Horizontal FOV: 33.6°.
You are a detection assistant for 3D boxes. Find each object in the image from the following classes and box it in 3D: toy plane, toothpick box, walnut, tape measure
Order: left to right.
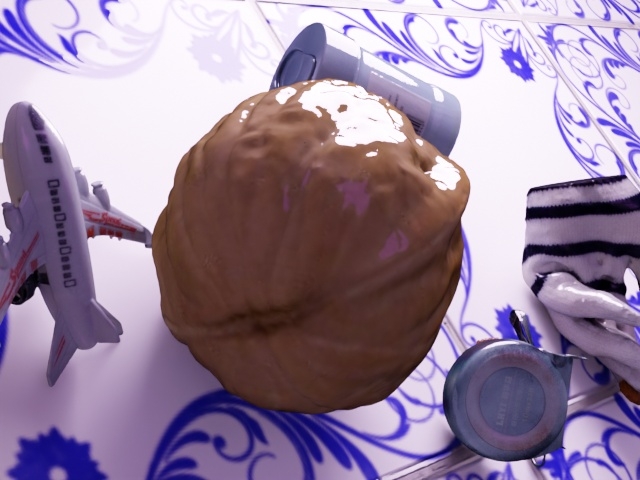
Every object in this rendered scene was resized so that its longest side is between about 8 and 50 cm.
[{"bbox_3d":[-0.168,-0.002,0.664,0.162,0.065,0.171,-40,117,-55],"label":"toy plane"},{"bbox_3d":[0.000,0.000,0.736,0.225,0.225,0.261,41,33,-4],"label":"walnut"},{"bbox_3d":[0.040,-0.121,0.969,0.153,0.101,0.101,24,42,-25],"label":"toothpick box"},{"bbox_3d":[0.147,0.120,0.901,0.107,0.104,0.180,11,9,-5],"label":"tape measure"}]

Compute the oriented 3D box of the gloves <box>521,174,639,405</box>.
[{"bbox_3d":[0.271,0.050,1.024,0.140,0.131,0.219,-12,95,-49],"label":"gloves"}]
